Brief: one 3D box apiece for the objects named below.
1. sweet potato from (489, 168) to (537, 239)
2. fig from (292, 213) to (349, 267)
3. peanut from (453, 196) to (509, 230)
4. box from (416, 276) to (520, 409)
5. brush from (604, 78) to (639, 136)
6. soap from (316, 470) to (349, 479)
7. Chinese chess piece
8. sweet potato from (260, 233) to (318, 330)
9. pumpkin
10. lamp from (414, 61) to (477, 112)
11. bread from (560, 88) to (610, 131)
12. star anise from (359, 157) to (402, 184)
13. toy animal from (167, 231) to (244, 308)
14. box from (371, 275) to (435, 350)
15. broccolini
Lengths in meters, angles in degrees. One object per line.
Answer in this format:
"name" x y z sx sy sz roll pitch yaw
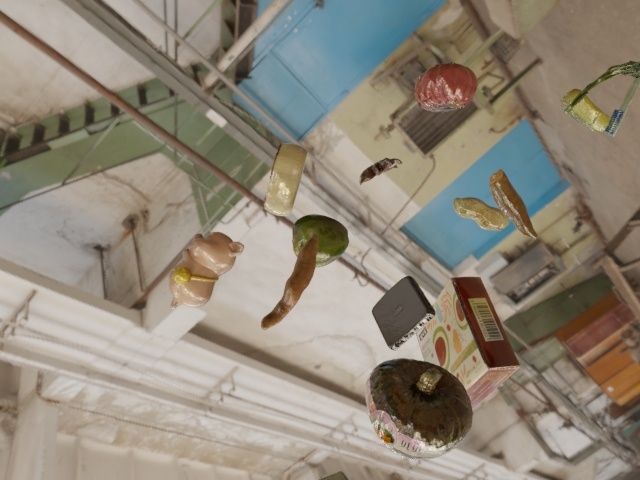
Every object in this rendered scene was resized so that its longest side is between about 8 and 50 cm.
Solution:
"sweet potato" 0.601 -0.106 1.611 0.244 0.077 0.077 60 -167 -2
"fig" 0.000 0.000 1.681 0.181 0.191 0.181 166 90 -86
"peanut" 0.701 -0.119 2.235 0.263 0.101 0.117 28 -141 -3
"box" 0.499 0.376 1.814 0.122 0.385 0.345 -1 -128 -15
"brush" 0.891 -0.396 1.509 0.030 0.179 0.033 16 -161 -9
"soap" 0.001 0.629 1.196 0.183 0.064 0.121 -11 -155 -26
"Chinese chess piece" -0.122 -0.214 1.794 0.104 0.257 0.257 15 -162 -3
"sweet potato" -0.040 0.069 0.822 0.044 0.179 0.044 23 160 9
"pumpkin" 0.235 0.377 1.205 0.260 0.189 0.260 12 -150 -7
"lamp" 0.362 -0.449 1.482 0.182 0.182 0.140 -4 -89 -73
"bread" 0.790 -0.384 1.528 0.156 0.064 0.117 46 -159 10
"star anise" 0.169 -0.206 1.475 0.042 0.141 0.141 64 -167 -4
"toy animal" -0.331 0.083 1.405 0.149 0.248 0.165 46 164 -19
"box" 0.171 0.149 1.075 0.027 0.126 0.125 28 -156 -35
"broccolini" 0.622 -0.343 1.130 0.054 0.194 0.052 32 -148 -63
